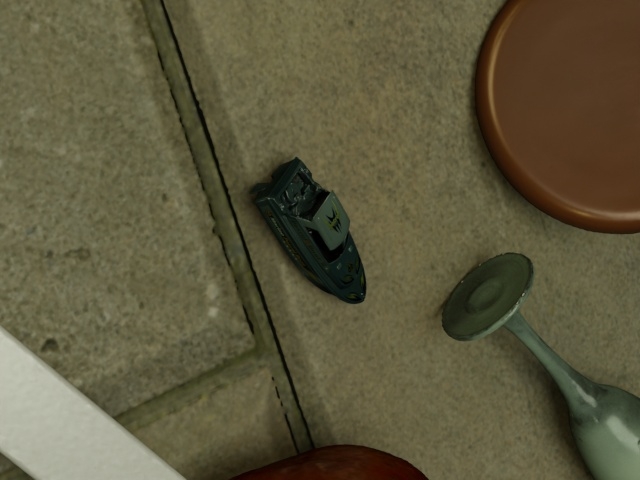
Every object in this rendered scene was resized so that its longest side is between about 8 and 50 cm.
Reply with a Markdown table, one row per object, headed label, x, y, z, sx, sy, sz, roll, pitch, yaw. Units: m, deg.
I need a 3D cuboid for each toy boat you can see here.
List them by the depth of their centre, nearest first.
| label | x | y | z | sx | sy | sz | roll | pitch | yaw |
| --- | --- | --- | --- | --- | --- | --- | --- | --- | --- |
| toy boat | 0.000 | 0.000 | 1.571 | 0.141 | 0.060 | 0.055 | 56 | 49 | -28 |

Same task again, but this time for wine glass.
| label | x | y | z | sx | sy | sz | roll | pitch | yaw |
| --- | --- | --- | --- | --- | --- | --- | --- | --- | --- |
| wine glass | 0.293 | 0.082 | 1.709 | 0.309 | 0.096 | 0.264 | 45 | 78 | -26 |

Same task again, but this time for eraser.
| label | x | y | z | sx | sy | sz | roll | pitch | yaw |
| --- | --- | --- | --- | --- | --- | --- | --- | --- | --- |
| eraser | -0.236 | 0.126 | 1.459 | 0.298 | 0.078 | 0.076 | 44 | 78 | -25 |

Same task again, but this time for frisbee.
| label | x | y | z | sx | sy | sz | roll | pitch | yaw |
| --- | --- | --- | --- | --- | --- | --- | --- | --- | --- |
| frisbee | 0.259 | -0.131 | 1.633 | 0.250 | 0.021 | 0.251 | 0 | 84 | 1 |

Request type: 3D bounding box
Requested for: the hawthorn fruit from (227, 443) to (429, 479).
| label | x | y | z | sx | sy | sz | roll | pitch | yaw |
| --- | --- | --- | --- | --- | --- | --- | --- | --- | --- |
| hawthorn fruit | -0.015 | 0.275 | 1.535 | 0.260 | 0.224 | 0.224 | 7 | 96 | -5 |
